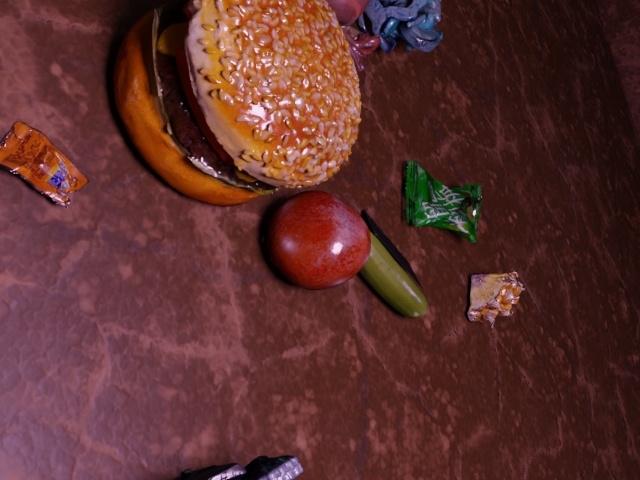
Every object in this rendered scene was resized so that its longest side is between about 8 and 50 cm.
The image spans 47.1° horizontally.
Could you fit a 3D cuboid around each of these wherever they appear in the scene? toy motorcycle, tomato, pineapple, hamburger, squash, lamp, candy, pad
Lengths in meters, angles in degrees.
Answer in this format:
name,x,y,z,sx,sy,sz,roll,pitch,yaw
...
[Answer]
name,x,y,z,sx,sy,sz,roll,pitch,yaw
toy motorcycle,0.170,-0.511,1.563,0.206,0.154,0.260,22,49,-15
tomato,0.000,0.000,1.144,0.167,0.167,0.167,22,59,-42
pineapple,0.355,0.113,1.553,0.137,0.116,0.069,-36,134,-9
hamburger,-0.098,-0.218,1.040,0.330,0.250,0.330,21,61,-42
squash,0.107,0.054,1.307,0.252,0.066,0.066,49,44,-23
lamp,0.028,-0.454,1.380,0.215,0.151,0.223,9,111,-41
candy,0.250,-0.072,1.517,0.203,0.078,0.141,17,51,-31
pad,0.133,0.015,1.354,0.157,0.003,0.112,48,11,-25
toy motorcycle,-0.148,0.332,0.862,0.270,0.159,0.106,-23,83,-35

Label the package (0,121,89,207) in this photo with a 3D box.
name,x,y,z,sx,sy,sz,roll,pitch,yaw
package,-0.336,-0.090,0.886,0.111,0.033,0.077,44,56,-22
